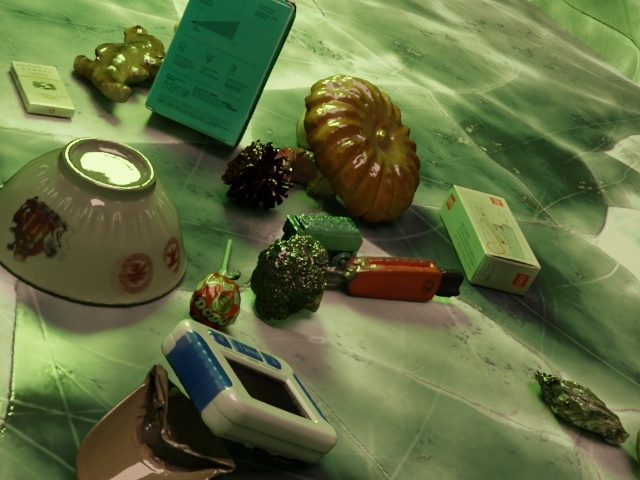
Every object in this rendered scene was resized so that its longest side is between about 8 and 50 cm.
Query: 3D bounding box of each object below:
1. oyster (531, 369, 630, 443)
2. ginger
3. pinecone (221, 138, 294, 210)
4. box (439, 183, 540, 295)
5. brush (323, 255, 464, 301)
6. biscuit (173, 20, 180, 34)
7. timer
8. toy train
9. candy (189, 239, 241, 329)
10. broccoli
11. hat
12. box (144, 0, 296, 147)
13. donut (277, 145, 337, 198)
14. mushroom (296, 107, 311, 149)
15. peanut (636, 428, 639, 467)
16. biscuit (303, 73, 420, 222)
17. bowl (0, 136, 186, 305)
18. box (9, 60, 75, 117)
[{"bbox_3d":[0.444,0.282,1.771,0.125,0.064,0.177,15,17,-45],"label":"oyster"},{"bbox_3d":[-0.416,-0.372,2.164,0.166,0.080,0.333,13,35,10],"label":"ginger"},{"bbox_3d":[-0.114,-0.116,1.926,0.121,0.140,0.140,38,25,-21],"label":"pinecone"},{"bbox_3d":[0.344,-0.006,2.130,0.135,0.079,0.269,14,32,-19],"label":"box"},{"bbox_3d":[0.118,0.065,1.862,0.323,0.070,0.051,6,31,-28],"label":"brush"},{"bbox_3d":[-0.241,-0.409,2.247,0.160,0.030,0.249,20,-9,-2],"label":"biscuit"},{"bbox_3d":[-0.098,0.212,1.390,0.253,0.078,0.178,33,14,-50],"label":"timer"},{"bbox_3d":[0.000,0.000,1.846,0.172,0.099,0.070,3,37,-34],"label":"toy train"},{"bbox_3d":[-0.162,0.060,1.683,0.078,0.084,0.287,23,20,-9],"label":"candy"},{"bbox_3d":[-0.046,0.056,1.696,0.138,0.146,0.162,51,23,-43],"label":"broccoli"},{"bbox_3d":[-0.220,0.269,1.305,0.173,0.144,0.166,-35,82,-11],"label":"hat"},{"bbox_3d":[-0.197,-0.367,2.069,0.205,0.311,0.118,23,7,-3],"label":"box"},{"bbox_3d":[-0.039,-0.146,2.087,0.166,0.065,0.117,12,33,-24],"label":"donut"},{"bbox_3d":[0.014,-0.243,2.226,0.154,0.122,0.154,-16,24,7],"label":"mushroom"},{"bbox_3d":[0.580,0.373,1.673,0.095,0.108,0.226,24,26,-18],"label":"peanut"},{"bbox_3d":[0.098,-0.195,2.091,0.326,0.107,0.325,34,43,-38],"label":"biscuit"},{"bbox_3d":[-0.353,-0.060,1.627,0.337,0.157,0.337,17,31,-11],"label":"bowl"},{"bbox_3d":[-0.540,-0.293,1.992,0.090,0.024,0.167,4,35,-33],"label":"box"}]
